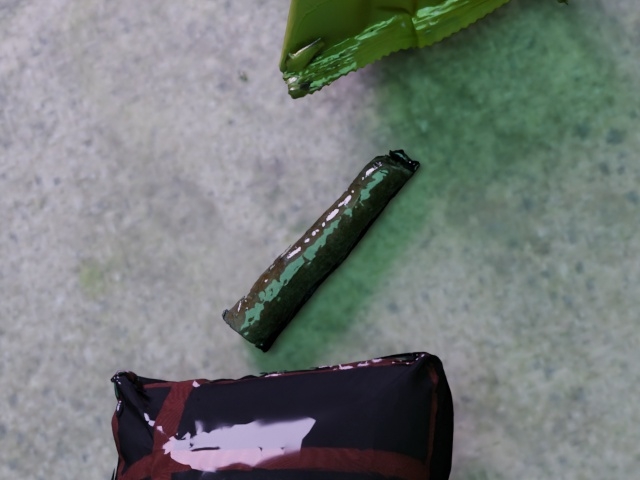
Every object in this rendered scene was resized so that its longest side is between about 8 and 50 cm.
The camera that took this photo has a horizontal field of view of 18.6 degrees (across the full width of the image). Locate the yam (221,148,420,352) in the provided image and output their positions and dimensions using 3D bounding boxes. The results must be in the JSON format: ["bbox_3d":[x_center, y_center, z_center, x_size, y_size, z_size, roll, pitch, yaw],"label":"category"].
[{"bbox_3d":[0.000,0.000,1.022,0.033,0.027,0.129,40,91,15],"label":"yam"}]

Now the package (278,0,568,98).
[{"bbox_3d":[0.026,-0.194,1.014,0.168,0.090,0.226,-23,74,7],"label":"package"}]

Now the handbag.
[{"bbox_3d":[-0.025,0.162,0.930,0.169,0.155,0.215,0,65,8],"label":"handbag"}]
